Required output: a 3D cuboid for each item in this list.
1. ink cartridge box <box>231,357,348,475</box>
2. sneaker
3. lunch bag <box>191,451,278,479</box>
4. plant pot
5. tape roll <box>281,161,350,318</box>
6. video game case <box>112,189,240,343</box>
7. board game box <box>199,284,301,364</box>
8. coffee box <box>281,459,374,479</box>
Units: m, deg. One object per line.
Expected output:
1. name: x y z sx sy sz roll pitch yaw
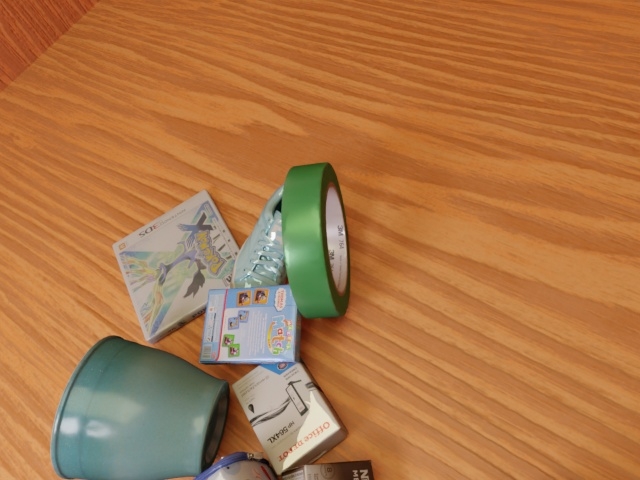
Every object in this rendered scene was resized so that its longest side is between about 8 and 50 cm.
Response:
1. ink cartridge box: -0.062 0.341 0.951 0.148 0.086 0.203 -35 57 -7
2. sneaker: -0.114 0.002 1.102 0.135 0.150 0.366 18 65 -5
3. lunch bag: -0.208 0.483 0.816 0.303 0.243 0.115 -35 59 -5
4. plant pot: -0.324 0.345 0.928 0.255 0.272 0.272 10 63 4
5. tape roll: 0.000 0.000 0.992 0.077 0.321 0.321 -5 60 12
6. video game case: -0.362 0.054 1.224 0.300 0.036 0.329 -32 58 -4
7. board game box: -0.144 0.177 0.991 0.211 0.039 0.160 -6 65 18
8. coffee box: 0.025 0.511 0.791 0.141 0.098 0.247 11 54 -27
